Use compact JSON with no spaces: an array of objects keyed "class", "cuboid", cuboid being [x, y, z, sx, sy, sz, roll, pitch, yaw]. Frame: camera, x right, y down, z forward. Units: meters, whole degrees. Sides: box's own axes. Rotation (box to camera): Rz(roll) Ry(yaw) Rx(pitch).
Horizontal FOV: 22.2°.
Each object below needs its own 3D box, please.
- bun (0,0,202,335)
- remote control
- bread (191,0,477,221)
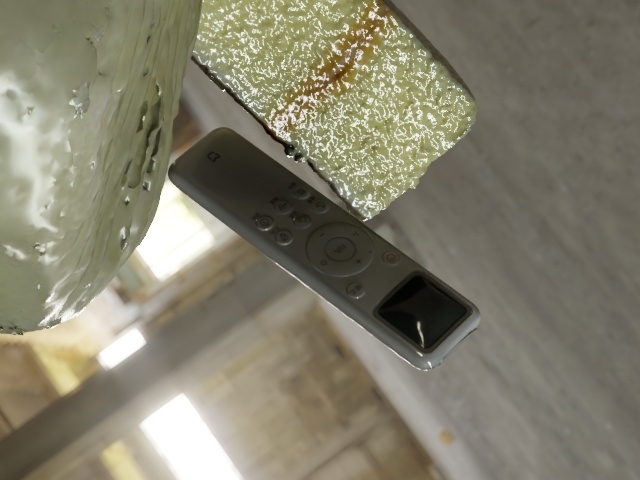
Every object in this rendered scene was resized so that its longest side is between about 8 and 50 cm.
[{"class":"bun","cuboid":[-0.172,-0.119,0.831,0.362,0.234,0.326,-74,-6,-59]},{"class":"remote control","cuboid":[0.000,0.000,1.184,0.261,0.067,0.029,37,150,22]},{"class":"bread","cuboid":[-0.010,-0.158,1.263,0.240,0.135,0.178,41,-169,-26]}]
